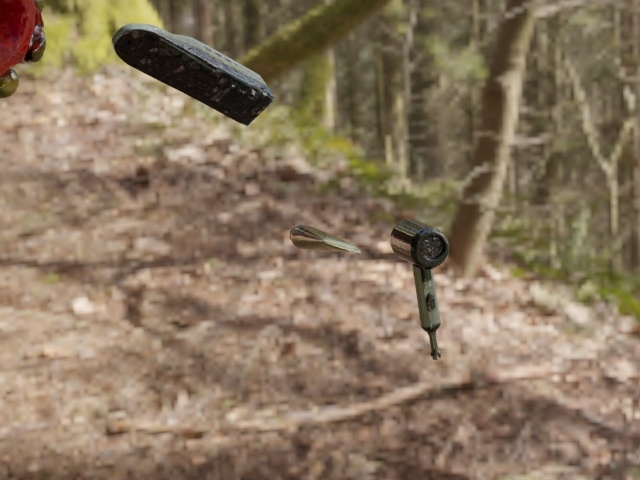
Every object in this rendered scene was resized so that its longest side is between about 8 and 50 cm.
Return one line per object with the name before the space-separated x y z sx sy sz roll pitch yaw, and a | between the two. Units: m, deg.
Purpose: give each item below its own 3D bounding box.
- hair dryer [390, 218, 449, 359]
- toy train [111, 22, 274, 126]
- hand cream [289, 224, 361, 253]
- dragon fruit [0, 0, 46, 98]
hair dryer | 0.147 0.071 1.958 0.057 0.198 0.100 -14 14 -12
toy train | -0.144 -0.191 1.561 0.234 0.052 0.051 24 28 -49
hand cream | 0.000 0.000 1.231 0.035 0.022 0.102 18 -2 -23
dragon fruit | -0.411 -0.301 1.521 0.243 0.307 0.227 1 -8 10
